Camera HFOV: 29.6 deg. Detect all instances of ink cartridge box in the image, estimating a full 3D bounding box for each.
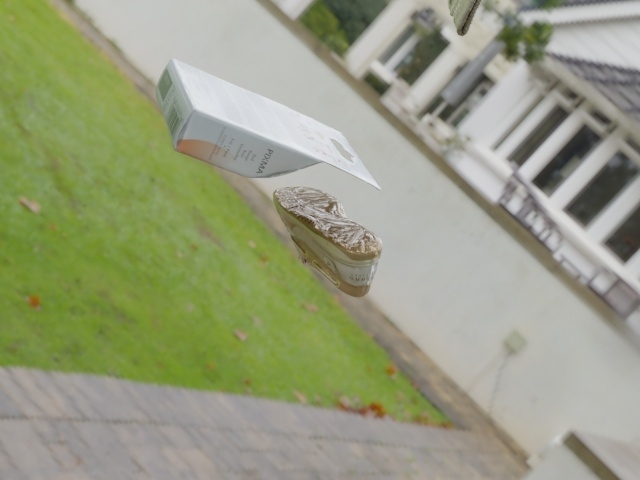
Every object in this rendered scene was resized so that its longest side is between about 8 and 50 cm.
[{"bbox_3d":[-0.049,-0.088,1.048,0.179,0.045,0.145,24,17,-23],"label":"ink cartridge box"}]

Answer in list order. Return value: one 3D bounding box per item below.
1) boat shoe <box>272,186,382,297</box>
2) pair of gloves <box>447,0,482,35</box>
[{"bbox_3d":[0.000,0.000,1.121,0.063,0.059,0.170,-6,26,-23],"label":"boat shoe"},{"bbox_3d":[0.251,-0.436,1.810,0.042,0.240,0.204,19,27,-12],"label":"pair of gloves"}]
